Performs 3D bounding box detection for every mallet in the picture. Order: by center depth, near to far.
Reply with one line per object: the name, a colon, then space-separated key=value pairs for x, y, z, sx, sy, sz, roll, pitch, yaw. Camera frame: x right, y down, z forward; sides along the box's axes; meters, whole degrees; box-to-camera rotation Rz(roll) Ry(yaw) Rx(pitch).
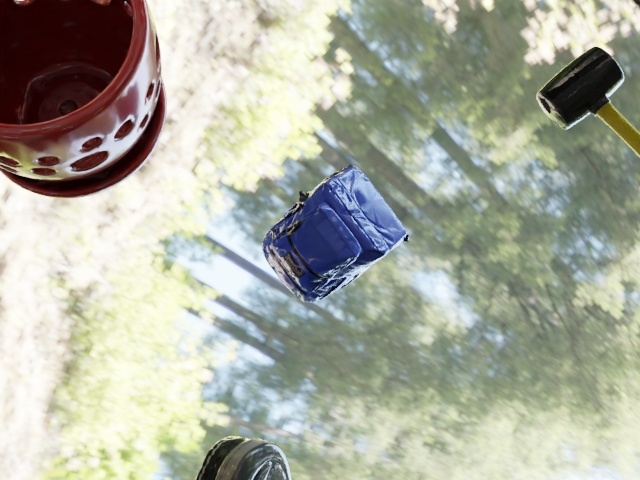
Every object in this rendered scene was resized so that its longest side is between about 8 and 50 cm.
mallet: x=0.231 y=-0.058 z=1.073 sx=0.062 sy=0.039 sz=0.190 roll=-32 pitch=-114 yaw=-3

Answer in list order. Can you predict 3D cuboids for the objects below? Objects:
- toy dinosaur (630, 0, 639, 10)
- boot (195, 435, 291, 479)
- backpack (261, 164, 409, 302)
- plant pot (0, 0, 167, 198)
toy dinosaur: x=0.170 y=-0.293 z=1.151 sx=0.268 sy=0.118 sz=0.064 roll=45 pitch=-46 yaw=-6
boot: x=-0.186 y=0.321 z=1.378 sx=0.284 sy=0.138 sz=0.378 roll=21 pitch=-71 yaw=30
backpack: x=0.000 y=0.000 z=1.404 sx=0.120 sy=0.101 sz=0.098 roll=-37 pitch=-95 yaw=41
plant pot: x=-0.224 y=-0.135 z=1.250 sx=0.191 sy=0.174 sz=0.191 roll=-2 pitch=-114 yaw=4
